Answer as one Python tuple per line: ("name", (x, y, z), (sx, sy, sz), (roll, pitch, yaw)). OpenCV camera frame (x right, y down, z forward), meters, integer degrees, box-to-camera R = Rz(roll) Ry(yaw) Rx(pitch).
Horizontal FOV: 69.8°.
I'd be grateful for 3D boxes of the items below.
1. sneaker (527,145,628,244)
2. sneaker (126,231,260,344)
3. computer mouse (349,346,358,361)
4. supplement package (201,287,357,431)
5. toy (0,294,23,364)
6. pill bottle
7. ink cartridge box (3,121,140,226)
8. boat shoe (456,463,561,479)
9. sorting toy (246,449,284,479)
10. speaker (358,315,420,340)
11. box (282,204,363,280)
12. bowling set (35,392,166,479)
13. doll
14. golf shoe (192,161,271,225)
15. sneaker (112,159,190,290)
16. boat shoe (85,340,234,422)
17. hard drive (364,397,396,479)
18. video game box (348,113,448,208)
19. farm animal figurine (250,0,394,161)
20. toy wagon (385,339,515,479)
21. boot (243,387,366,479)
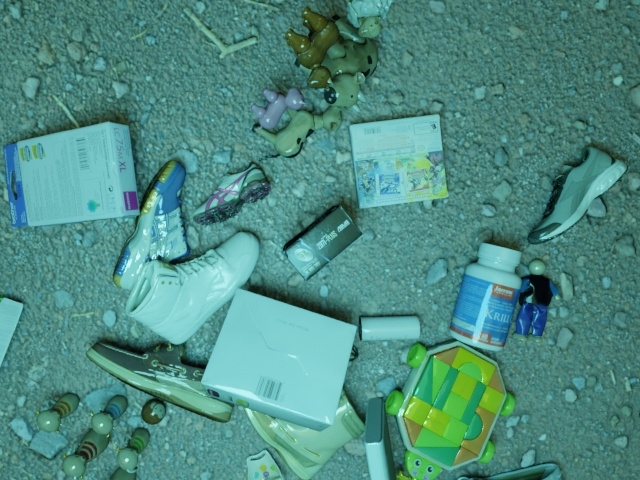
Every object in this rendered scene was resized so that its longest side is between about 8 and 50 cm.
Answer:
("sneaker", (0.561, -0.098, 1.046), (0.108, 0.100, 0.271), (42, 87, 9))
("sneaker", (-0.265, 0.070, 0.955), (0.293, 0.108, 0.169), (-50, 137, -8))
("computer mouse", (-0.031, 0.269, 1.059), (0.241, 0.041, 0.071), (-5, 93, -3))
("supplement package", (-0.084, 0.252, 0.956), (0.261, 0.145, 0.204), (18, 62, 0))
("toy", (-0.750, 0.231, 1.011), (0.136, 0.056, 0.238), (18, 88, 0))
("pill bottle", (0.375, 0.122, 1.028), (0.124, 0.124, 0.222), (13, 93, -4))
("ink cartridge box", (-0.526, -0.128, 0.959), (0.310, 0.065, 0.186), (-4, 94, 19))
("boat shoe", (0.416, 0.586, 1.071), (0.320, 0.118, 0.103), (0, 88, -7))
("sorting toy", (-0.135, 0.533, 1.073), (0.083, 0.045, 0.075), (-22, 87, -1))
("speaker", (0.158, 0.202, 1.057), (0.136, 0.055, 0.055), (-1, 94, -3))
("box", (0.000, 0.000, 0.971), (0.147, 0.180, 0.078), (-39, 95, 0))
("bowling set", (-0.449, 0.418, 0.990), (0.199, 0.154, 0.287), (-37, 95, 0))
("doll", (0.496, 0.138, 1.075), (0.128, 0.046, 0.189), (8, 94, -4))
("golf shoe", (-0.204, -0.101, 1.020), (0.186, 0.067, 0.086), (-30, 68, 0))
("sneaker", (-0.341, -0.025, 1.005), (0.130, 0.112, 0.297), (22, 92, -24))
("boat shoe", (-0.339, 0.285, 1.020), (0.341, 0.123, 0.123), (22, 63, 0))
("hard drive", (0.142, 0.536, 1.004), (0.040, 0.203, 0.308), (-8, 95, 9))
("video game box", (0.175, -0.176, 1.036), (0.205, 0.048, 0.187), (-7, 92, -2))
("farm animal figurine", (0.021, -0.321, 0.938), (0.172, 0.330, 0.327), (38, 63, -2))
("toy wagon", (0.284, 0.410, 1.051), (0.267, 0.068, 0.345), (29, 80, -4))
("boot", (-0.035, 0.389, 1.039), (0.203, 0.095, 0.262), (-39, 97, 1))
